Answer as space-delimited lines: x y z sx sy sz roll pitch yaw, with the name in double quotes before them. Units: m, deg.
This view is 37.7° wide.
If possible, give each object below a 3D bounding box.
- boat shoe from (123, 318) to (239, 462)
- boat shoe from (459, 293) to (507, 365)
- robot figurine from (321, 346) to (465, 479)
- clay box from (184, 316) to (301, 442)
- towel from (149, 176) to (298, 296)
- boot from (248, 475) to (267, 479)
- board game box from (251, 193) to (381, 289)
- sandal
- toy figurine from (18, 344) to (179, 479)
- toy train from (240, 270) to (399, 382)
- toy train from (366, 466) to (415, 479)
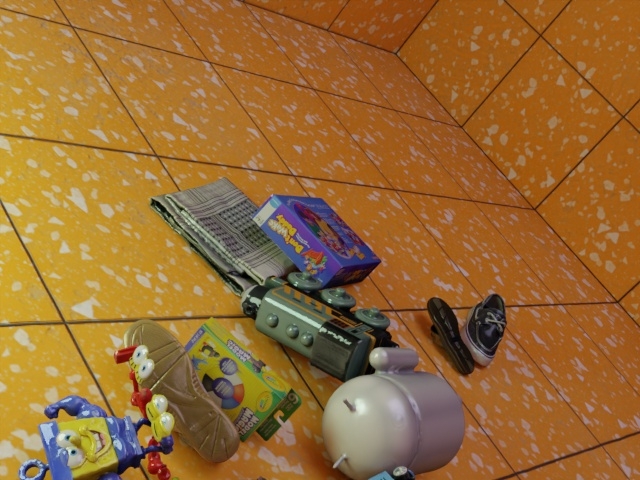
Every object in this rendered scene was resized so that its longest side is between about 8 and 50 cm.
"boat shoe" -0.243 0.261 1.573 0.098 0.096 0.277 -31 79 -24
"boat shoe" 0.455 0.232 2.538 0.108 0.102 0.301 40 25 0
"robot figurine" 0.140 0.354 1.789 0.353 0.200 0.299 7 79 -52
"clay box" -0.152 0.256 1.655 0.222 0.127 0.053 41 26 4
"towel" -0.194 -0.022 2.133 0.312 0.056 0.324 45 27 10
"boot" -0.105 0.435 1.539 0.087 0.042 0.118 43 24 22
"board game box" 0.000 0.000 2.243 0.233 0.078 0.347 47 14 13
"sandal" 0.322 0.248 2.396 0.090 0.060 0.219 -7 66 -49
"toy figurine" -0.316 0.342 1.348 0.217 0.191 0.362 -11 53 -22
"toy train" -0.005 0.171 1.905 0.334 0.142 0.190 27 19 26
"toy train" 0.142 0.487 1.652 0.080 0.105 0.184 -144 -145 -66
